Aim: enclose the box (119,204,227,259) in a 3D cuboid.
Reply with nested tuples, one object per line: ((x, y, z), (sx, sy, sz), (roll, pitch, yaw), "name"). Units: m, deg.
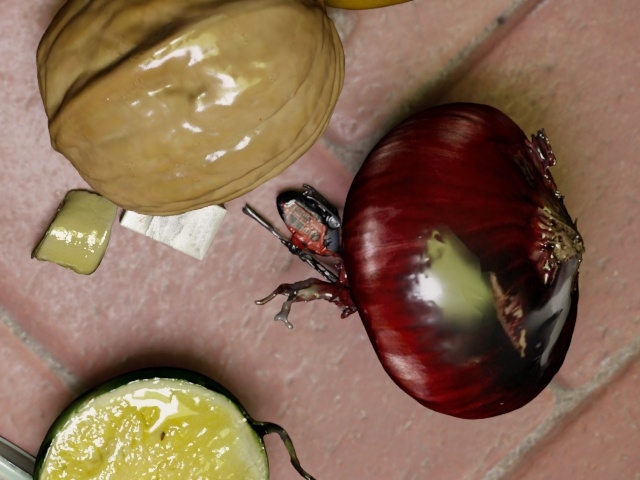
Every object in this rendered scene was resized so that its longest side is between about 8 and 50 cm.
((-0.133, -0.023, 1.482), (0.083, 0.024, 0.054), (24, 102, -15), "box")

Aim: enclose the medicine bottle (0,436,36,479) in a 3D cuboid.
((-0.311, 0.246, 1.512), (0.074, 0.055, 0.118), (37, 97, -19), "medicine bottle")

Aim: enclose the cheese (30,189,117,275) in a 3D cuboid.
((-0.216, -0.008, 1.462), (0.060, 0.041, 0.084), (22, 102, -13), "cheese")

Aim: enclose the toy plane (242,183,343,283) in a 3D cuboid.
((0.000, 0.000, 1.506), (0.145, 0.037, 0.060), (42, 99, -16), "toy plane")

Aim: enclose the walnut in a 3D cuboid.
((-0.110, -0.137, 1.358), (0.261, 0.225, 0.225), (-29, 109, 6), "walnut")

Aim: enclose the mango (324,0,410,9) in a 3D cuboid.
((0.087, -0.280, 1.402), (0.253, 0.113, 0.138), (-24, 120, 4), "mango")

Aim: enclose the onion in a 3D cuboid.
((0.098, 0.023, 1.435), (0.285, 0.273, 0.273), (-13, 110, 24), "onion")

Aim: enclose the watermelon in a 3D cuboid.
((-0.152, 0.205, 1.489), (0.232, 0.127, 0.204), (-36, 109, -5), "watermelon")
